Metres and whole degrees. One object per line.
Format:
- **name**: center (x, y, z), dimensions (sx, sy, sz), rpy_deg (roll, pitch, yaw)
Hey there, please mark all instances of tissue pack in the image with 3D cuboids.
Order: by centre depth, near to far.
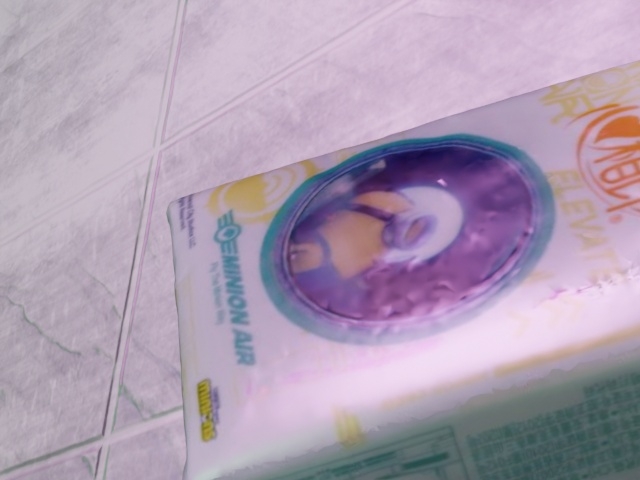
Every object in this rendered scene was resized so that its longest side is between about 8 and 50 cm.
- **tissue pack**: center (0.099, 0.051, 0.882), dimensions (0.388, 0.162, 0.287), rpy_deg (-17, 42, 5)
